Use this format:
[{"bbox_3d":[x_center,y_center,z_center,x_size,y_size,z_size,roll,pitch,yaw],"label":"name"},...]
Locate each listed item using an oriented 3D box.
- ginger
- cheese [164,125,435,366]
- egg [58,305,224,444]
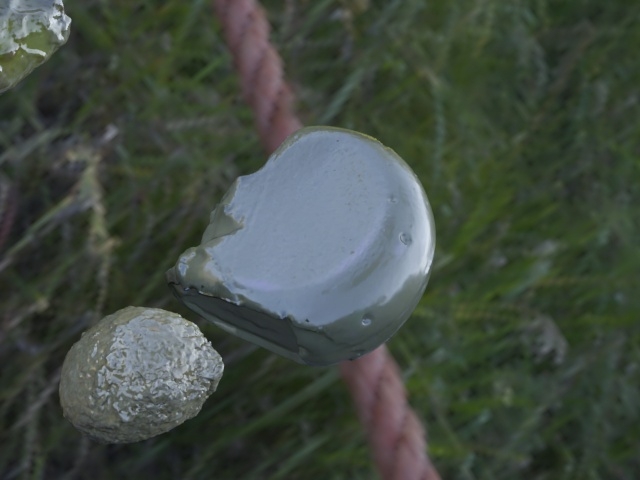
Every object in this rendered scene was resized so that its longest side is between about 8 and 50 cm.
[{"bbox_3d":[-0.321,-0.140,1.539,0.263,0.109,0.116,-37,80,-30],"label":"ginger"},{"bbox_3d":[0.000,0.000,1.415,0.091,0.175,0.202,83,30,-48],"label":"cheese"},{"bbox_3d":[-0.153,0.115,1.623,0.118,0.140,0.116,60,-2,42],"label":"egg"}]
